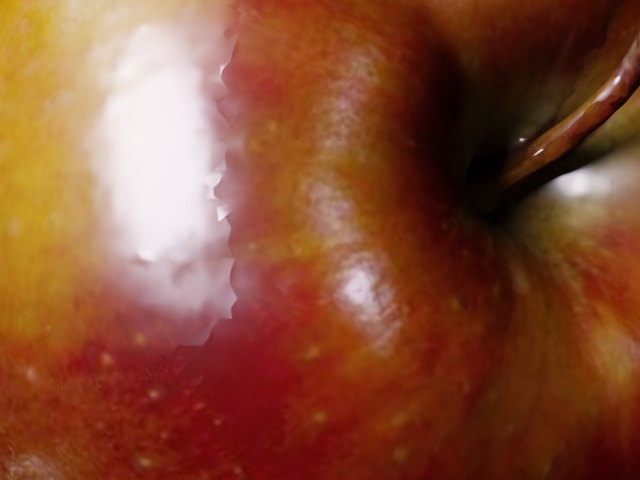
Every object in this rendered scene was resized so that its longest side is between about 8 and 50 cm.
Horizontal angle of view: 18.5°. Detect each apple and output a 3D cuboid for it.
[{"bbox_3d":[0.000,0.000,0.625,0.317,0.288,0.288,-14,37,53],"label":"apple"}]
